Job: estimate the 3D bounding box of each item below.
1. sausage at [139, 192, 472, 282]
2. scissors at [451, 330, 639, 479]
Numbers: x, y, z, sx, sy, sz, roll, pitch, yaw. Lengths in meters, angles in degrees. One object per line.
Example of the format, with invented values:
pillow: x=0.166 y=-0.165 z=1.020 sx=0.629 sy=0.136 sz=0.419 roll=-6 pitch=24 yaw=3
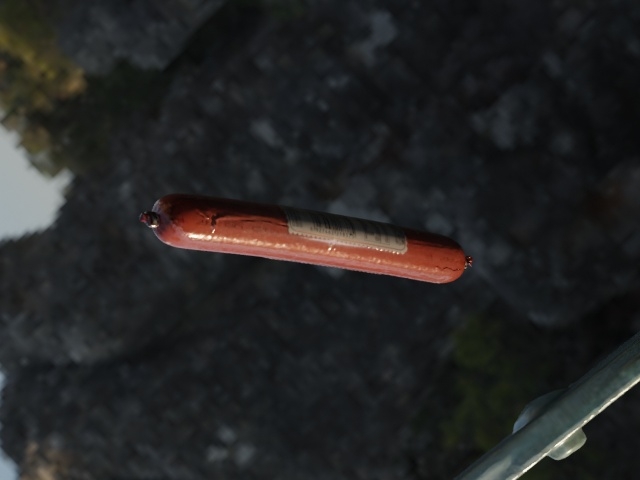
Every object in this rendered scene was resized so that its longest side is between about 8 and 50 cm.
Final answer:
sausage: x=0.000 y=0.000 z=1.070 sx=0.253 sy=0.034 sz=0.034 roll=10 pitch=-156 yaw=-41
scissors: x=0.108 y=0.035 z=0.600 sx=0.029 sy=0.447 sz=0.192 roll=52 pitch=180 yaw=8
